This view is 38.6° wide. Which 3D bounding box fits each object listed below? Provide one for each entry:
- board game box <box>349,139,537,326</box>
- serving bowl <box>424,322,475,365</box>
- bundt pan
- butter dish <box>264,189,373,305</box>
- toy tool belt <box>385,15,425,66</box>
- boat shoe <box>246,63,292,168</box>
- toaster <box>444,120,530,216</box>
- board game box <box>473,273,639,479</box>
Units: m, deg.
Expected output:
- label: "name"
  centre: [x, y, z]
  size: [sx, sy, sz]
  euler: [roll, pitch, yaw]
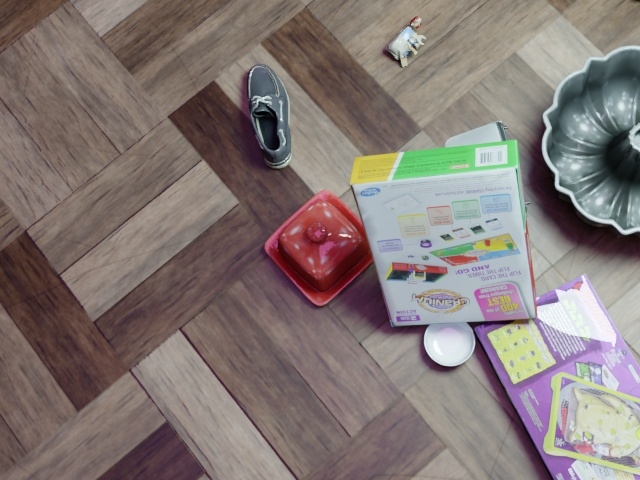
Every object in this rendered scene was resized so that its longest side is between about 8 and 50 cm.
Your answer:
- label: "board game box"
  centre: [0.197, 0.001, 1.401]
  size: [0.242, 0.317, 0.064]
  euler: [-4, 43, 15]
- label: "serving bowl"
  centre: [0.213, 0.168, 1.512]
  size: [0.083, 0.027, 0.083]
  euler: [-2, 75, 6]
- label: "bundt pan"
  centre: [0.525, -0.147, 1.513]
  size: [0.330, 0.124, 0.331]
  euler: [-2, 74, 6]
- label: "butter dish"
  centre: [0.000, 0.000, 1.538]
  size: [0.160, 0.118, 0.160]
  euler: [-42, 75, -6]
- label: "toy tool belt"
  centre: [0.163, -0.360, 1.660]
  size: [0.083, 0.052, 0.051]
  euler: [-46, 106, -3]
- label: "boat shoe"
  centre: [-0.092, -0.233, 1.641]
  size: [0.075, 0.065, 0.206]
  euler: [-13, 73, 3]
- label: "toaster"
  centre: [0.273, -0.078, 1.504]
  size: [0.110, 0.168, 0.186]
  euler: [-14, 72, 5]
- label: "board game box"
  centre: [0.416, 0.251, 1.457]
  size: [0.208, 0.056, 0.347]
  euler: [-27, 73, 3]
